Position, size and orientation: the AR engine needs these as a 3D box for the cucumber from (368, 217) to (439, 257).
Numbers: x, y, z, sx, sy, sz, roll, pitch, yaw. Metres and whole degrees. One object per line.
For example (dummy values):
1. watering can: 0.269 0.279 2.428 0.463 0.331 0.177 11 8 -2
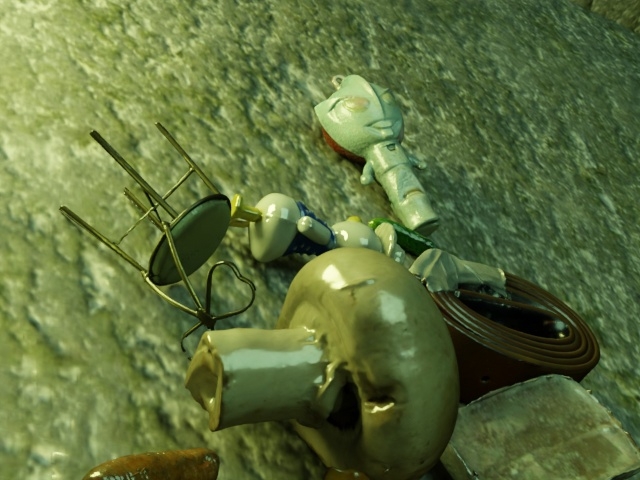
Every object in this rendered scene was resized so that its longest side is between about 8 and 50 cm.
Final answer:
1. cucumber: 0.146 0.001 2.032 0.155 0.037 0.037 29 30 -9

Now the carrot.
1. carrot: -0.178 0.251 1.339 0.186 0.060 0.060 -6 48 -51

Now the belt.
1. belt: 0.248 0.136 1.851 0.339 0.122 0.217 18 35 -26

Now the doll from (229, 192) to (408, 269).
1. doll: 0.000 0.000 1.814 0.293 0.138 0.119 20 73 -18

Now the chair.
1. chair: -0.175 0.003 1.610 0.326 0.159 0.170 41 31 20

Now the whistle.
1. whistle: 0.100 -0.152 2.138 0.142 0.134 0.346 3 51 -46

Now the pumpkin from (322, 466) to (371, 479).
1. pumpkin: 0.134 0.395 1.388 0.258 0.095 0.290 17 34 -43

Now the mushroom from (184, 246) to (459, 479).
1. mushroom: 0.004 0.165 1.449 0.290 0.292 0.292 -13 52 -29

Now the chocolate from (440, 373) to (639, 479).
1. chocolate: 0.282 0.287 1.684 0.303 0.100 0.185 -10 56 -43
